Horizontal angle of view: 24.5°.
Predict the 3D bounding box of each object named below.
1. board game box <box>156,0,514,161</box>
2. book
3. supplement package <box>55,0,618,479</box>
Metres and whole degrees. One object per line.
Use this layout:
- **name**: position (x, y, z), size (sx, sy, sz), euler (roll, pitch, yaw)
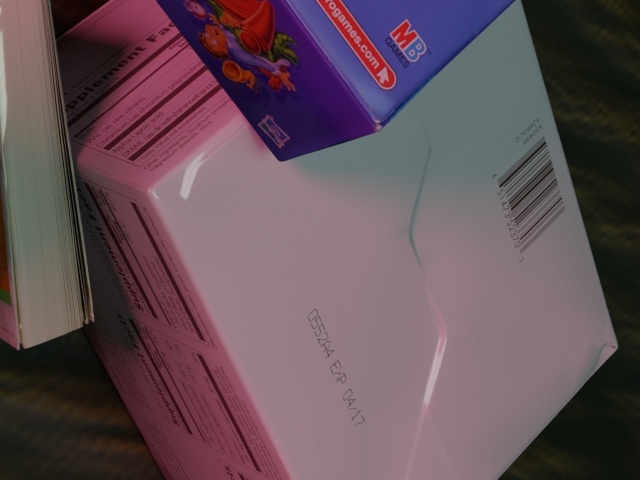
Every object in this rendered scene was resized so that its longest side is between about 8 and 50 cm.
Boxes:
- **board game box**: position (-0.024, -0.237, 0.521), size (0.233, 0.078, 0.347), euler (-43, 104, -24)
- **book**: position (-0.136, -0.041, 0.574), size (0.035, 0.096, 0.144), euler (-21, 118, -38)
- **supplement package**: position (0.000, 0.000, 0.688), size (0.204, 0.145, 0.261), euler (-42, 131, -25)
